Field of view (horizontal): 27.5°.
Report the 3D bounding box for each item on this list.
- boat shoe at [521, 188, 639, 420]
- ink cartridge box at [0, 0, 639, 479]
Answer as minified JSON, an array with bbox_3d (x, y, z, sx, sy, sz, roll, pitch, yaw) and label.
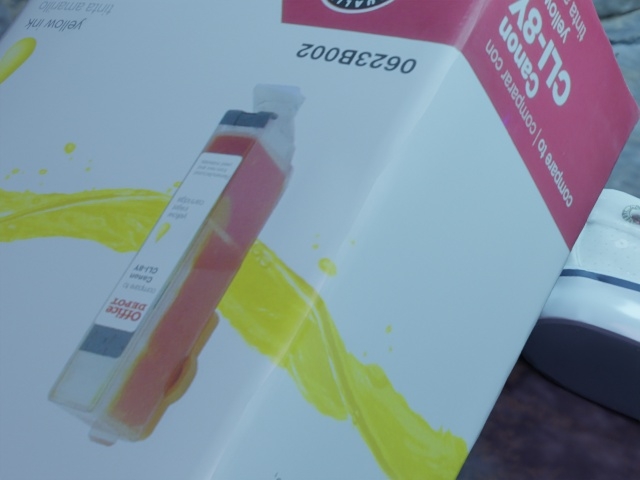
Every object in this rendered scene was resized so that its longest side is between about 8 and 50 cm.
[{"bbox_3d":[0.305,0.061,0.736,0.367,0.136,0.156,21,64,12],"label":"boat shoe"},{"bbox_3d":[-0.066,0.023,0.612,0.279,0.160,0.384,13,63,37],"label":"ink cartridge box"}]
